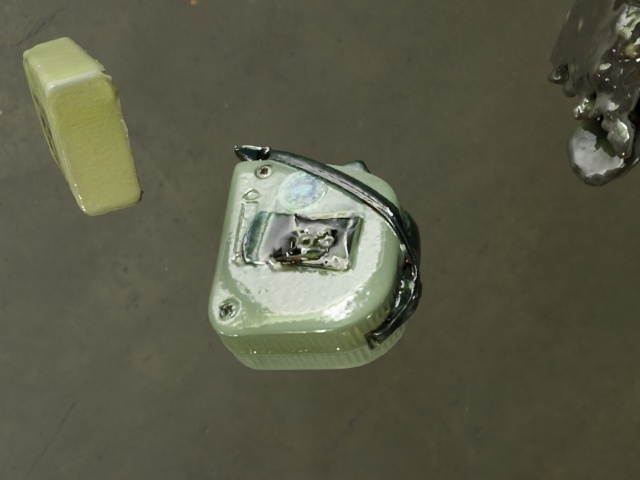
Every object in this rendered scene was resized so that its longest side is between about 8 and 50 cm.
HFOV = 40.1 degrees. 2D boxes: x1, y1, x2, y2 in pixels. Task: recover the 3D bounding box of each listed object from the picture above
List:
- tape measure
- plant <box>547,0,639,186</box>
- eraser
[{"bbox_3d":[0.000,0.000,0.856,0.207,0.235,0.115,-5,146,18],"label":"tape measure"},{"bbox_3d":[0.325,-0.180,0.805,0.188,0.199,0.276,9,110,-7],"label":"plant"},{"bbox_3d":[-0.209,-0.102,0.759,0.058,0.172,0.117,-20,119,-17],"label":"eraser"}]
